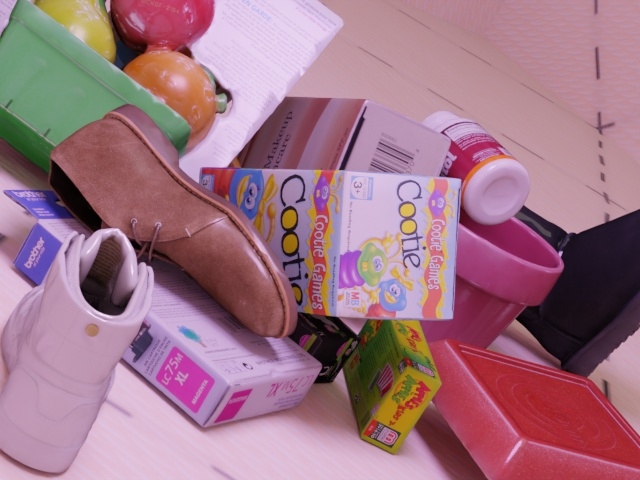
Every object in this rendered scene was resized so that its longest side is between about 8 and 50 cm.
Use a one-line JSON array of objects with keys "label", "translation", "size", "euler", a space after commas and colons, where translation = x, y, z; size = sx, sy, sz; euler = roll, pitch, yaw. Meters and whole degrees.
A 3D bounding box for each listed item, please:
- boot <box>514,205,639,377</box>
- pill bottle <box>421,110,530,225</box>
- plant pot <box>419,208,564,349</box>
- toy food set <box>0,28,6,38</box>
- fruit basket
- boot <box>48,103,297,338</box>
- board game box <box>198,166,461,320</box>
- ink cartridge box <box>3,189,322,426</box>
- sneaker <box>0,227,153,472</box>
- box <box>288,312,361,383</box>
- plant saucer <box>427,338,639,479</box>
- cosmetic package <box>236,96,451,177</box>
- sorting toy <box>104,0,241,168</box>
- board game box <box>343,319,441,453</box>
[{"label": "boot", "translation": [0.232, -0.042, 2.287], "size": [0.445, 0.367, 0.146], "euler": [36, 49, 3]}, {"label": "pill bottle", "translation": [0.172, -0.088, 2.091], "size": [0.086, 0.086, 0.152], "euler": [19, 20, -36]}, {"label": "plant pot", "translation": [0.158, 0.052, 2.127], "size": [0.201, 0.180, 0.201], "euler": [28, 17, -9]}, {"label": "toy food set", "translation": [-0.325, -0.241, 2.257], "size": [0.071, 0.128, 0.218], "euler": [56, 20, 19]}, {"label": "fruit basket", "translation": [-0.202, -0.212, 1.994], "size": [0.327, 0.353, 0.165], "euler": [36, -26, 2]}, {"label": "boot", "translation": [-0.147, -0.001, 1.733], "size": [0.115, 0.112, 0.305], "euler": [-28, 61, -36]}, {"label": "board game box", "translation": [0.000, 0.000, 1.824], "size": [0.142, 0.144, 0.275], "euler": [3, 0, -34]}, {"label": "ink cartridge box", "translation": [-0.164, 0.059, 1.746], "size": [0.311, 0.065, 0.186], "euler": [40, 18, 21]}, {"label": "sneaker", "translation": [-0.193, 0.059, 1.504], "size": [0.108, 0.169, 0.292], "euler": [25, 16, -14]}, {"label": "box", "translation": [-0.010, 0.111, 1.865], "size": [0.052, 0.062, 0.083], "euler": [41, 18, 26]}, {"label": "plant saucer", "translation": [0.242, 0.193, 1.896], "size": [0.259, 0.047, 0.258], "euler": [18, 19, -28]}, {"label": "cosmetic package", "translation": [0.006, -0.082, 2.119], "size": [0.129, 0.153, 0.296], "euler": [24, -8, -27]}, {"label": "sorting toy", "translation": [-0.198, -0.203, 2.125], "size": [0.047, 0.196, 0.347], "euler": [-31, 84, -45]}, {"label": "board game box", "translation": [0.072, 0.137, 1.879], "size": [0.043, 0.092, 0.181], "euler": [28, 16, -16]}]
